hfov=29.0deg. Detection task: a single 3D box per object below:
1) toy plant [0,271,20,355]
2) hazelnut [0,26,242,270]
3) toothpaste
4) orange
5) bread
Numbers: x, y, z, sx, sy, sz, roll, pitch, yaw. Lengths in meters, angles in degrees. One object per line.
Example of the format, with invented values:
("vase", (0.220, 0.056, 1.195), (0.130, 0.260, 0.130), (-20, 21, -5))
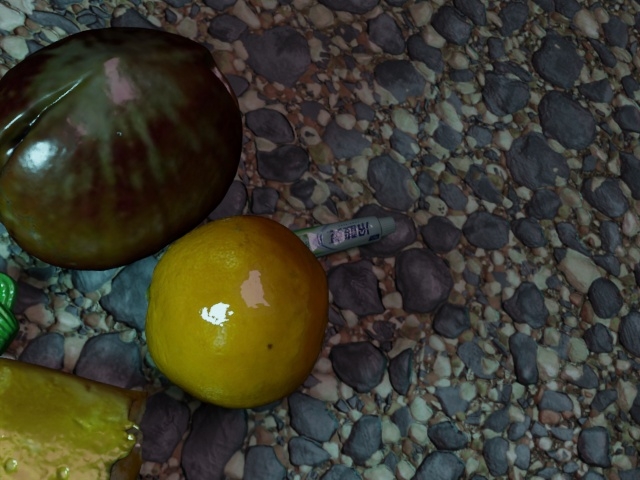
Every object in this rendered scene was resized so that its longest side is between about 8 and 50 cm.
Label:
("toy plant", (-0.579, 0.103, 1.892), (0.240, 0.088, 0.155), (10, 78, -6))
("hazelnut", (-0.340, -0.165, 1.965), (0.429, 0.402, 0.402), (-23, 76, -15))
("toothpaste", (0.000, 0.000, 2.218), (0.296, 0.048, 0.075), (-13, 74, -24))
("orange", (-0.131, 0.110, 1.949), (0.312, 0.312, 0.312), (10, 62, -19))
("bread", (-0.439, 0.336, 1.736), (0.394, 0.250, 0.361), (18, 60, -14))
